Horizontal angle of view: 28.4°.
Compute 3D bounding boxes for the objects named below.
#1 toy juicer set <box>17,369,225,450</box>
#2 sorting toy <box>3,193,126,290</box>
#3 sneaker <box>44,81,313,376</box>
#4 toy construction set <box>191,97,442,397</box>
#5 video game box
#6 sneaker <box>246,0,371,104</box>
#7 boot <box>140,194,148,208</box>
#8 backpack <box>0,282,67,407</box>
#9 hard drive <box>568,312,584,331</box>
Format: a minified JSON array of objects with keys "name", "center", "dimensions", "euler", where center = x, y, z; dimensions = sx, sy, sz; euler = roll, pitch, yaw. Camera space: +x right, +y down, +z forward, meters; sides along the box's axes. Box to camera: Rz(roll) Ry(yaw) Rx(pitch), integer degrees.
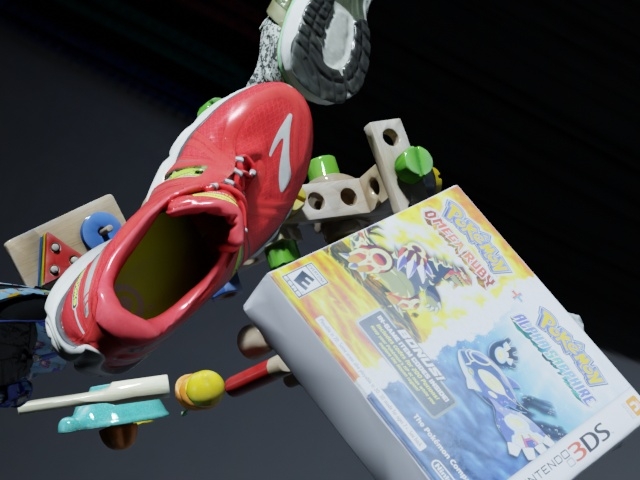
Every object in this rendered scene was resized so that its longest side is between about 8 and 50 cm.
[{"name":"toy juicer set","center":[-0.233,0.227,1.667],"dimensions":[0.329,0.209,0.089],"euler":[21,-120,-77]},{"name":"sorting toy","center":[-0.256,0.035,1.357],"dimensions":[0.274,0.132,0.046],"euler":[-28,4,-28]},{"name":"sneaker","center":[-0.075,-0.014,0.895],"dimensions":[0.279,0.107,0.118],"euler":[-55,15,-30]},{"name":"toy construction set","center":[0.000,0.000,1.328],"dimensions":[0.237,0.257,0.309],"euler":[-29,47,51]},{"name":"video game box","center":[0.084,0.076,0.786],"dimensions":[0.187,0.205,0.048],"euler":[-24,-21,-44]},{"name":"sneaker","center":[-0.018,-0.348,1.762],"dimensions":[0.182,0.158,0.410],"euler":[-16,46,41]},{"name":"boot","center":[-0.226,-0.012,1.768],"dimensions":[0.084,0.059,0.158],"euler":[-84,7,-54]},{"name":"backpack","center":[-0.325,0.099,1.245],"dimensions":[0.173,0.158,0.117],"euler":[-3,-81,-53]},{"name":"hard drive","center":[0.283,0.183,1.711],"dimensions":[0.040,0.307,0.203],"euler":[-14,72,34]}]
